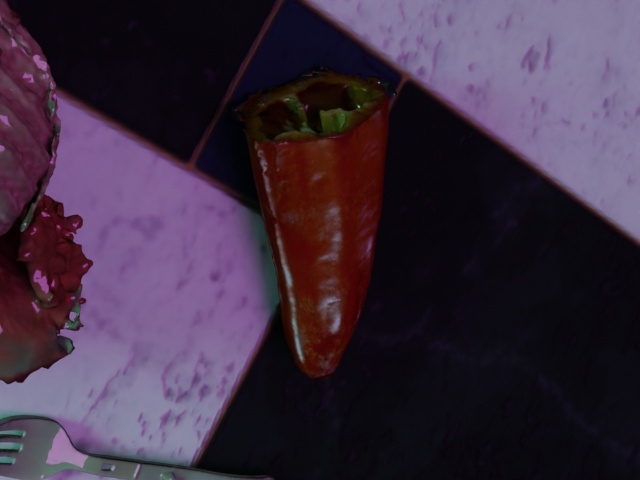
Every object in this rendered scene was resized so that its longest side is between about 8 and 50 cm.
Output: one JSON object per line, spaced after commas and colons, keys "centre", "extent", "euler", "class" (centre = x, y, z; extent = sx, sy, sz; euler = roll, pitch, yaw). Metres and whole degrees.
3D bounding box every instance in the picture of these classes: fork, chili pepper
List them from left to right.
{"centre": [-0.099, 0.117, 0.990], "extent": [0.219, 0.028, 0.034], "euler": [15, 90, -48], "class": "fork"}
{"centre": [-0.002, 0.002, 0.997], "extent": [0.088, 0.065, 0.169], "euler": [-22, 125, -32], "class": "chili pepper"}

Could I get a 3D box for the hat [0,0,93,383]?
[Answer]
{"centre": [-0.197, -0.031, 0.778], "extent": [0.237, 0.107, 0.286], "euler": [-47, 128, -2], "class": "hat"}
